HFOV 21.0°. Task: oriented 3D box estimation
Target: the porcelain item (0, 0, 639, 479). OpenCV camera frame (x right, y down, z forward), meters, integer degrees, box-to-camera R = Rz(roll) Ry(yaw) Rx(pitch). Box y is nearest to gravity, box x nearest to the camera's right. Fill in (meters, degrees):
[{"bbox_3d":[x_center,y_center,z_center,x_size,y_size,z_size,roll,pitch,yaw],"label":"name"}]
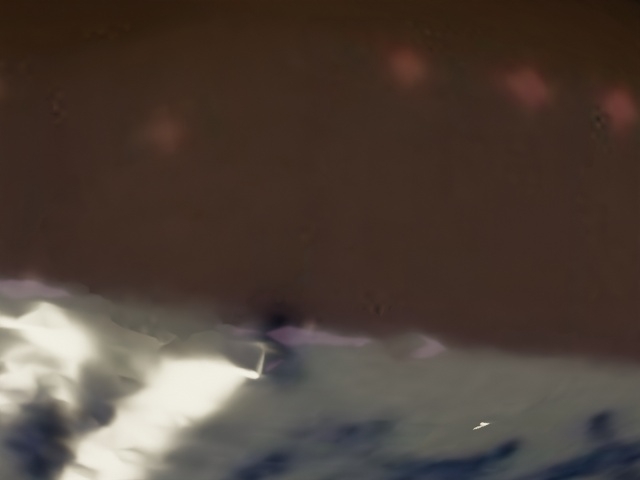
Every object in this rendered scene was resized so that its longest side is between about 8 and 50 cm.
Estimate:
[{"bbox_3d":[0.000,0.000,0.561,0.405,0.178,0.242,6,148,-30],"label":"porcelain item"}]
